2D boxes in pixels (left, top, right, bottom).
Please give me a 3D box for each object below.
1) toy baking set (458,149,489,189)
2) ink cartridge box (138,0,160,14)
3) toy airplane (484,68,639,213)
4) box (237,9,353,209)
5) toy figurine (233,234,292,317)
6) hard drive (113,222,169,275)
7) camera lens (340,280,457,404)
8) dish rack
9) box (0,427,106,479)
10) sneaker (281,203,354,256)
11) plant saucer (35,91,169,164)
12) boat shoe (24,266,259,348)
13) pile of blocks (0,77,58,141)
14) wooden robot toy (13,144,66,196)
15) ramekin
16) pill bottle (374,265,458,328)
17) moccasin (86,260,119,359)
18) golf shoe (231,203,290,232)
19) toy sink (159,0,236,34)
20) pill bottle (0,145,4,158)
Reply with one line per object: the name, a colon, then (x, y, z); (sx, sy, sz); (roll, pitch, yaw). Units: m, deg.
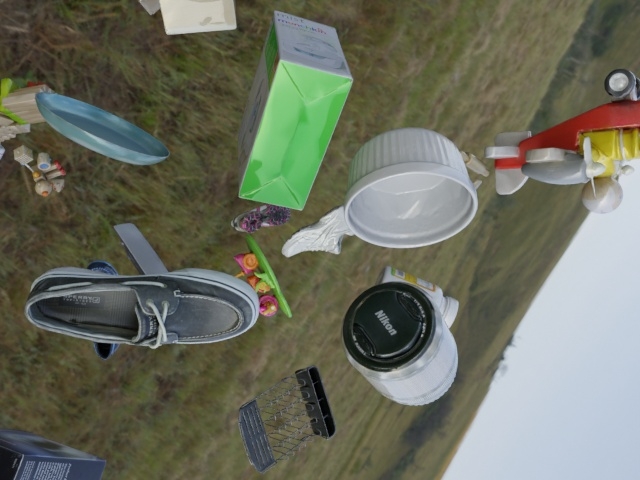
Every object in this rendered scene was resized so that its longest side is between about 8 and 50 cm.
toy baking set: (0.288, -0.120, 1.410); (0.197, 0.030, 0.256); (-41, 150, 27)
ink cartridge box: (-0.398, -0.710, 1.527); (0.235, 0.193, 0.088); (-39, 173, 2)
toy airplane: (0.576, -0.179, 1.411); (0.386, 0.272, 0.384); (-19, 172, -12)
box: (-0.054, -0.229, 1.095); (0.231, 0.127, 0.262); (-100, -154, -50)
toy figurine: (-0.160, 0.101, 1.126); (0.159, 0.173, 0.130); (-29, -173, -12)
hard drive: (-0.411, 0.082, 1.524); (0.054, 0.254, 0.172); (-32, 160, -18)
camera lens: (0.182, 0.233, 1.383); (0.219, 0.219, 0.274); (-55, 146, -14)
dish rack: (-0.091, 0.476, 1.648); (0.074, 0.208, 0.272); (-13, -174, 45)
box: (-0.741, 0.564, 1.490); (0.294, 0.296, 0.182); (49, 54, -61)
sneaker: (0.000, 0.000, 1.715); (0.232, 0.115, 0.090); (-31, -177, 20)
plant saucer: (-0.511, -0.254, 1.458); (0.043, 0.318, 0.317); (-61, 171, 12)
boat shoe: (-0.257, 0.112, 0.912); (0.119, 0.335, 0.121); (-114, -152, -70)
pile of blocks: (-0.797, -0.330, 1.544); (0.149, 0.362, 0.112); (17, 63, -55)
wooden robot toy: (-0.629, -0.142, 1.422); (0.076, 0.079, 0.173); (-18, 152, -4)
ramekin: (0.140, -0.086, 0.996); (0.207, 0.207, 0.109); (111, -18, -56)
pill bottle: (0.286, 0.183, 1.894); (0.136, 0.246, 0.136); (-158, -90, -89)
moccasin: (-0.696, 0.234, 2.029); (0.117, 0.138, 0.341); (-108, -166, -63)
golf shoe: (-0.170, -0.071, 1.787); (0.186, 0.086, 0.067); (-16, 107, -40)
toy sink: (-0.268, -0.567, 1.358); (0.234, 0.153, 0.131); (-99, -175, -46)
pill bottle: (-0.950, -0.204, 1.717); (0.160, 0.087, 0.087); (-59, 172, 4)
